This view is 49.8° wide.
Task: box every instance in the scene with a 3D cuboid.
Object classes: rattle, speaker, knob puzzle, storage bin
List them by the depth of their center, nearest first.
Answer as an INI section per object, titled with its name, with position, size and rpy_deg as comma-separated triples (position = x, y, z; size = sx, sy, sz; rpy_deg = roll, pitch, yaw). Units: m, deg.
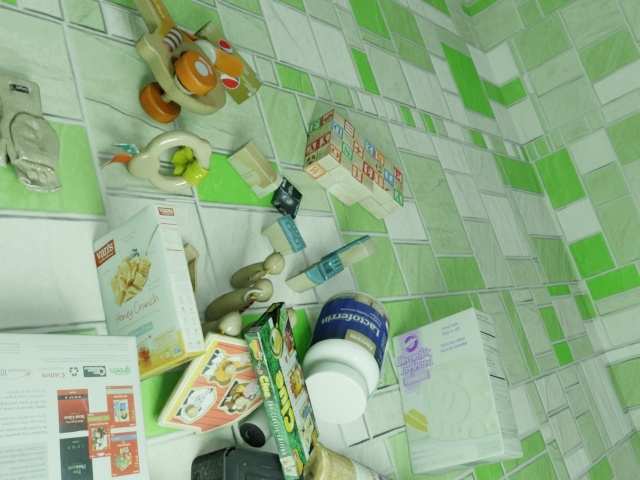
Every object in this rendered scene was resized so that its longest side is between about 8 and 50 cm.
[knob puzzle]
position = -0.146, 0.244, 1.120
size = 0.213, 0.213, 0.030
rpy_deg = 20, 12, -46
[storage bin]
position = -0.115, 0.413, 1.120
size = 0.180, 0.084, 0.122
rpy_deg = 27, 48, -41
[speaker]
position = -0.090, 0.313, 1.247
size = 0.055, 0.055, 0.136
rpy_deg = 59, 34, -7
[rattle]
position = -0.310, -0.173, 1.272
size = 0.200, 0.130, 0.142
rpy_deg = -2, 55, -26

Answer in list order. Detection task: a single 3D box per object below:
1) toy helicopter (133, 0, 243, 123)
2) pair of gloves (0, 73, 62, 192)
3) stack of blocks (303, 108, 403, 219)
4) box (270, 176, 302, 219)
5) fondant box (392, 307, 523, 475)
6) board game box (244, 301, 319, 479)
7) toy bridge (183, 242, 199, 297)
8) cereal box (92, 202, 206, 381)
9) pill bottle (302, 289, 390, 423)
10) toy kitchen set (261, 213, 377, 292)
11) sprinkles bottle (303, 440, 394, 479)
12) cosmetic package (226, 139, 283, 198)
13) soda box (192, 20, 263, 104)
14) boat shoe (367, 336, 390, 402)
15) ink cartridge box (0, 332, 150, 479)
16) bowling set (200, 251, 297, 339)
[toy helicopter]
position = -0.297, -0.415, 1.394
size = 0.355, 0.140, 0.235
rpy_deg = 61, 32, 1
[pair of gloves]
position = -0.506, -0.162, 1.025
size = 0.240, 0.042, 0.204
rpy_deg = -6, 70, -56
[stack of blocks]
position = 0.093, -0.178, 1.792
size = 0.297, 0.087, 0.171
rpy_deg = 37, 42, -33
[box]
position = -0.076, -0.095, 1.572
size = 0.067, 0.018, 0.083
rpy_deg = 45, 38, -26
[fondant box]
position = 0.305, 0.350, 1.584
size = 0.096, 0.238, 0.330
rpy_deg = 24, 50, -42
[board game box]
position = -0.059, 0.245, 1.142
size = 0.136, 0.030, 0.259
rpy_deg = -45, 124, -65
[toy bridge]
position = -0.249, 0.084, 1.214
size = 0.063, 0.026, 0.188
rpy_deg = 49, 36, -25
[cereal box]
position = -0.269, 0.084, 1.058
size = 0.047, 0.173, 0.240
rpy_deg = 4, 64, -51
[pill bottle]
position = 0.049, 0.229, 1.374
size = 0.153, 0.153, 0.264
rpy_deg = 52, 27, -17
[toy kitchen set]
position = 0.000, 0.000, 1.517
size = 0.207, 0.122, 0.166
rpy_deg = -29, 92, -56
[sprinkles bottle]
position = 0.081, 0.489, 1.298
size = 0.355, 0.121, 0.121
rpy_deg = 36, 43, -34
[cosmetic package]
position = -0.141, -0.153, 1.489
size = 0.115, 0.060, 0.041
rpy_deg = 50, 36, -17
[soda box]
position = -0.215, -0.398, 1.552
size = 0.181, 0.061, 0.058
rpy_deg = 48, 37, -22
[boat shoe]
position = 0.100, 0.289, 1.511
size = 0.227, 0.079, 0.081
rpy_deg = -47, 124, -55
[ink cartridge box]
position = -0.375, 0.258, 0.837
size = 0.310, 0.130, 0.271
rpy_deg = 12, 60, -49
[bowling set]
position = -0.105, 0.160, 1.240
size = 0.199, 0.154, 0.287
rpy_deg = 53, 36, -15
